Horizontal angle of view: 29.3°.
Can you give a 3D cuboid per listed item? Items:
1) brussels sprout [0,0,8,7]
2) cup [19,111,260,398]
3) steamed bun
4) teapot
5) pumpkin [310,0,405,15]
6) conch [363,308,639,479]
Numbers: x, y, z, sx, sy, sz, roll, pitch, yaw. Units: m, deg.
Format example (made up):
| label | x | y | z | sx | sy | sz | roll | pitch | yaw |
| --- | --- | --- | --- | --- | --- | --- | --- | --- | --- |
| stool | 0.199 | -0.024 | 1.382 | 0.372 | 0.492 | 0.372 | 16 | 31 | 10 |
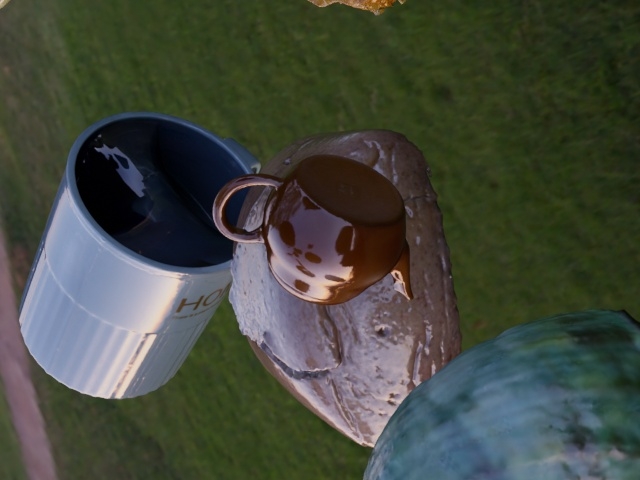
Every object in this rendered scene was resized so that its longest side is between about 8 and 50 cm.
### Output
| label | x | y | z | sx | sy | sz | roll | pitch | yaw |
| --- | --- | --- | --- | --- | --- | --- | --- | --- | --- |
| brussels sprout | -0.264 | -0.245 | 0.609 | 0.344 | 0.268 | 0.344 | 46 | 173 | 7 |
| cup | -0.242 | 0.006 | 1.627 | 0.331 | 0.256 | 0.311 | -84 | 19 | -44 |
| steamed bun | 0.011 | 0.045 | 1.181 | 0.251 | 0.199 | 0.301 | -130 | 28 | -76 |
| teapot | 0.000 | 0.000 | 0.933 | 0.116 | 0.173 | 0.116 | -161 | 90 | -81 |
| pumpkin | 0.046 | -0.189 | 0.918 | 0.101 | 0.073 | 0.035 | -7 | 104 | 46 |
| conch | 0.101 | 0.139 | 0.609 | 0.175 | 0.122 | 0.188 | -17 | 87 | 29 |
